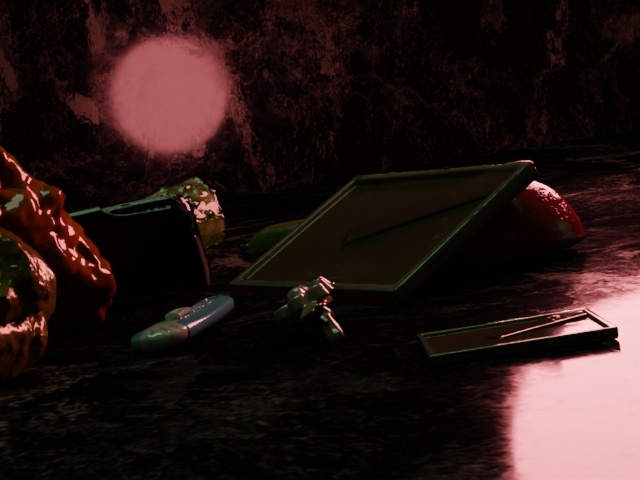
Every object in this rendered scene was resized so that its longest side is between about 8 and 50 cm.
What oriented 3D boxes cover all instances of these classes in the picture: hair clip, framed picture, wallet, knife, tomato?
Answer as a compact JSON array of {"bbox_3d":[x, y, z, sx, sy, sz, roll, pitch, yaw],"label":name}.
[{"bbox_3d":[-0.011,0.063,1.206,0.062,0.056,0.214,-42,7,1],"label":"hair clip"},{"bbox_3d":[0.064,-0.010,1.468,0.247,0.022,0.335,-41,22,-28],"label":"framed picture"},{"bbox_3d":[-0.310,0.025,1.615,0.318,0.172,0.045,-11,50,0],"label":"wallet"},{"bbox_3d":[0.156,0.077,1.017,0.149,0.011,0.109,-8,6,1],"label":"framed picture"},{"bbox_3d":[-0.139,0.082,1.307,0.064,0.031,0.222,-11,5,14],"label":"knife"},{"bbox_3d":[0.217,-0.027,1.499,0.173,0.099,0.189,-13,6,-24],"label":"tomato"}]

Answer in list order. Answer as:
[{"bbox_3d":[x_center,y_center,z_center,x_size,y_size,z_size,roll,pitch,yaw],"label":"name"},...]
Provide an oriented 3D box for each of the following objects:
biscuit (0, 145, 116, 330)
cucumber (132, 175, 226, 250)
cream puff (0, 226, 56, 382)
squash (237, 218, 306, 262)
[{"bbox_3d":[-0.419,0.002,1.409,0.312,0.110,0.318,-7,-35,27],"label":"biscuit"},{"bbox_3d":[-0.282,-0.010,2.055,0.244,0.134,0.134,-25,15,-37],"label":"cucumber"},{"bbox_3d":[-0.373,0.067,1.200,0.244,0.196,0.244,19,1,0],"label":"cream puff"},{"bbox_3d":[0.000,0.000,1.737,0.258,0.069,0.069,-7,6,18],"label":"squash"}]
